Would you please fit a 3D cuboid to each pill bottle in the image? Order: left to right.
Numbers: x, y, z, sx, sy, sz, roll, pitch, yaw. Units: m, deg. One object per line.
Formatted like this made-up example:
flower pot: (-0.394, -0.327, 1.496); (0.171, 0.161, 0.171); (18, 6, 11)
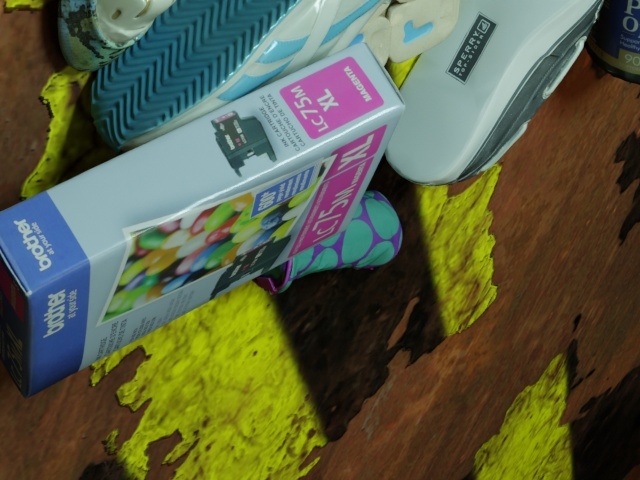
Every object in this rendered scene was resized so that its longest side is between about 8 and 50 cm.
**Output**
pill bottle: (0.292, -0.248, 1.281); (0.123, 0.123, 0.219); (-40, 149, -23)

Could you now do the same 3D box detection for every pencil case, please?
pencil case: (0.000, 0.000, 1.184); (0.151, 0.064, 0.070); (-11, 115, -51)

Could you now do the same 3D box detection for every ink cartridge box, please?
ink cartridge box: (-0.104, 0.001, 0.934); (0.311, 0.065, 0.186); (-25, 163, -21)

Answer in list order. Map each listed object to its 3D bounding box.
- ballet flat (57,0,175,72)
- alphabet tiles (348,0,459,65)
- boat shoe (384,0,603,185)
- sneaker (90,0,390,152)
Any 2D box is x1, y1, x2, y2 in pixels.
ballet flat: (-0.104, -0.165, 0.841); (0.070, 0.070, 0.188); (-25, 141, -42)
alphabet tiles: (0.049, -0.230, 1.029); (0.278, 0.021, 0.284); (-30, 145, -26)
boat shoe: (0.166, -0.170, 1.199); (0.102, 0.108, 0.301); (2, 123, -57)
sneaker: (-0.040, -0.125, 0.939); (0.228, 0.087, 0.092); (-39, 148, -9)
